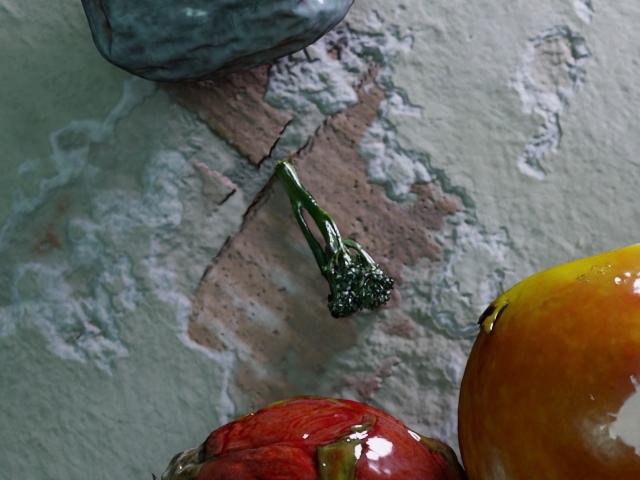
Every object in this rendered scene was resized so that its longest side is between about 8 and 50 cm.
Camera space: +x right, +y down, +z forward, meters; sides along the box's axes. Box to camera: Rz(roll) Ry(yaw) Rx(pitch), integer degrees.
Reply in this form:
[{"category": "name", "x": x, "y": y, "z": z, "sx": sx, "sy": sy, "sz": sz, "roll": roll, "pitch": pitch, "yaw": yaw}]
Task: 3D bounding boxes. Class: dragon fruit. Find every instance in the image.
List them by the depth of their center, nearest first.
[{"category": "dragon fruit", "x": 0.010, "y": 0.284, "z": 1.592, "sx": 0.342, "sy": 0.277, "sz": 0.277, "roll": 34, "pitch": 88, "yaw": -11}]

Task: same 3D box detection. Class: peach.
[{"category": "peach", "x": 0.299, "y": 0.185, "z": 1.509, "sx": 0.370, "sy": 0.370, "sz": 0.370, "roll": -2, "pitch": 80, "yaw": 11}]

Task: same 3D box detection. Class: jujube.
[{"category": "jujube", "x": -0.111, "y": -0.287, "z": 1.749, "sx": 0.308, "sy": 0.215, "sz": 0.246, "roll": -8, "pitch": 68, "yaw": 15}]

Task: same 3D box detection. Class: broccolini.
[{"category": "broccolini", "x": -0.001, "y": -0.005, "z": 1.757, "sx": 0.074, "sy": 0.058, "sz": 0.201, "roll": -34, "pitch": 76, "yaw": -3}]
